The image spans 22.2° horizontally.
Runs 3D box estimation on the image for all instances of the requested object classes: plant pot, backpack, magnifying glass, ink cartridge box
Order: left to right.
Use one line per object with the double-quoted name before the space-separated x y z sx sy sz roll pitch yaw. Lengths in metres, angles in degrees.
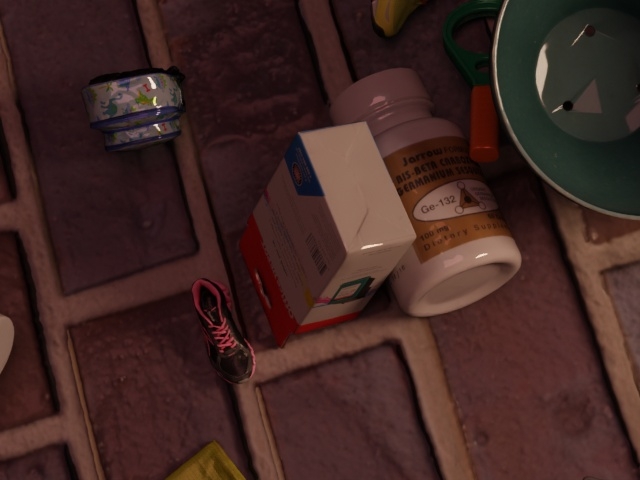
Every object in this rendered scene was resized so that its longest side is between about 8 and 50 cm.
"backpack" -0.194 -0.138 1.716 0.105 0.114 0.084 -12 90 4
"ink cartridge box" 0.000 0.000 1.606 0.078 0.231 0.134 -13 68 -25
"magnifying glass" 0.168 -0.167 1.661 0.092 0.026 0.231 0 46 7
"plant pot" 0.293 -0.167 1.577 0.290 0.195 0.290 0 93 -4

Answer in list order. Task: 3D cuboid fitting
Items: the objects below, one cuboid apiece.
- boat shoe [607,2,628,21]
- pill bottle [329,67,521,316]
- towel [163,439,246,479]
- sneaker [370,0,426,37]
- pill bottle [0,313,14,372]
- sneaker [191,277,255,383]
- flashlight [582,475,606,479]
"boat shoe" 0.280 -0.308 1.719 0.066 0.066 0.183 -36 80 -8
"pill bottle" 0.098 -0.051 1.627 0.131 0.131 0.229 -24 70 2
"towel" -0.169 0.308 1.618 0.237 0.021 0.102 -39 71 -4
"sneaker" 0.127 -0.297 1.729 0.094 0.081 0.208 30 79 15
"pill bottle" -0.427 0.081 1.685 0.208 0.117 0.117 22 77 15
"sneaker" -0.103 0.090 1.658 0.047 0.057 0.119 -25 71 -1
"flashlight" 0.378 0.290 1.484 0.304 0.103 0.103 18 77 14
